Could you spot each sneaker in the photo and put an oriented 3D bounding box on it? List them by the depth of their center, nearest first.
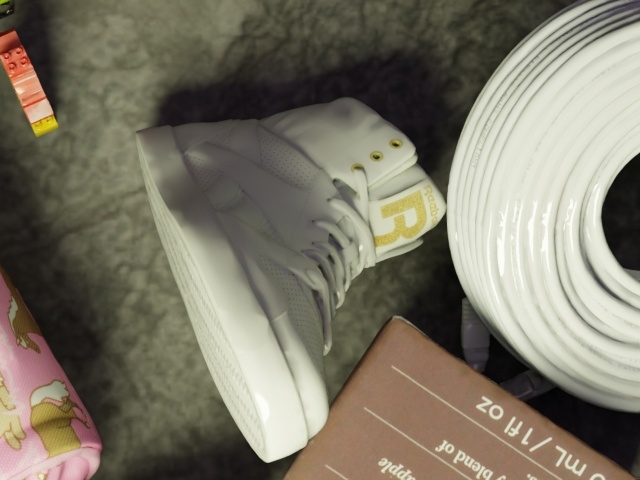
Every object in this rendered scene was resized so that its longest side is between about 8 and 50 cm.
[{"bbox_3d":[0.000,0.000,0.907,0.169,0.108,0.292,-13,36,-9],"label":"sneaker"}]

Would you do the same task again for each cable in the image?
[{"bbox_3d":[0.202,-0.024,0.945,0.257,0.089,0.257,-14,110,-6],"label":"cable"}]

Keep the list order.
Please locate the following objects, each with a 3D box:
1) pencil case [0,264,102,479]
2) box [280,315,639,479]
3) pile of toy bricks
[{"bbox_3d":[-0.286,0.011,0.924,0.167,0.160,0.386,-31,82,-9],"label":"pencil case"},{"bbox_3d":[0.009,0.252,0.902,0.191,0.143,0.381,33,80,4],"label":"box"},{"bbox_3d":[-0.252,-0.154,0.988,0.118,0.105,0.212,-25,80,-8],"label":"pile of toy bricks"}]
